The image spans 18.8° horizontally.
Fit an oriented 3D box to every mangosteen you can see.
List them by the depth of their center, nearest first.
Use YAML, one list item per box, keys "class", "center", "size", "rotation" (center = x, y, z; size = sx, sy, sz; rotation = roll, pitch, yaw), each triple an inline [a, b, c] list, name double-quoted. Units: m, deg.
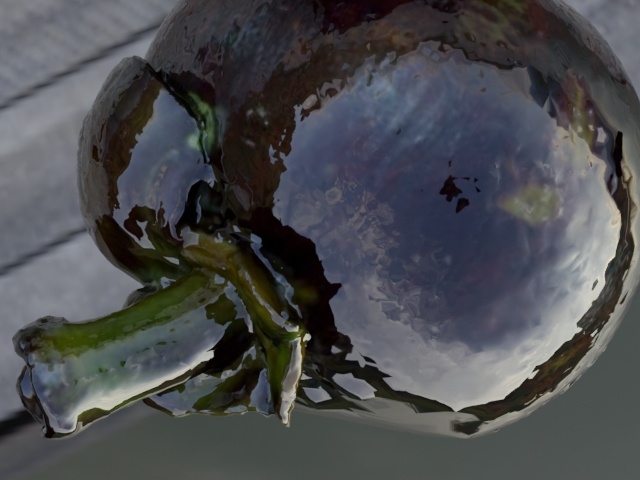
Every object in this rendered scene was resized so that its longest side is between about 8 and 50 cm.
- class: "mangosteen"
  center: [0.000, 0.000, 0.795]
  size: [0.289, 0.231, 0.231]
  rotation: [-42, 137, -24]
